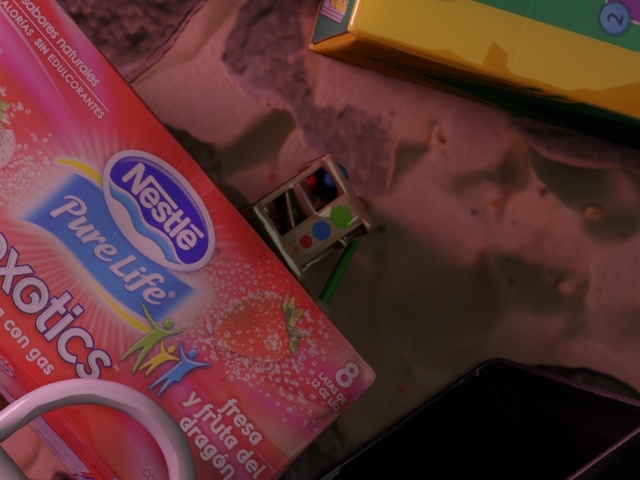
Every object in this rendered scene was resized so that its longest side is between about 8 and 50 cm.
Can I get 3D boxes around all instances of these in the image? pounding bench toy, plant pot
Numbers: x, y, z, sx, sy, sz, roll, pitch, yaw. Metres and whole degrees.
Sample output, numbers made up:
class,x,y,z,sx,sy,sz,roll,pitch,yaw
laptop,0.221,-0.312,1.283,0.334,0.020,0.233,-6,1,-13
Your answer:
class,x,y,z,sx,sy,sz,roll,pitch,yaw
pounding bench toy,0.000,0.000,1.163,0.065,0.052,0.083,-34,96,-18
plant pot,0.106,0.196,1.122,0.188,0.187,0.167,-34,109,-17

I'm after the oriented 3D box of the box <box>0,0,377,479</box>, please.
class,x,y,z,sx,sy,sz,roll,pitch,yaw
box,-0.132,0.012,1.069,0.142,0.154,0.300,-43,97,-17

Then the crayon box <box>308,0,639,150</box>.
class,x,y,z,sx,sy,sz,roll,pitch,yaw
crayon box,0.194,-0.247,1.198,0.313,0.106,0.363,16,86,-12

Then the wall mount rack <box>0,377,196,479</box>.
class,x,y,z,sx,sy,sz,roll,pitch,yaw
wall mount rack,-0.231,0.166,0.911,0.350,0.130,0.304,-38,105,-1
